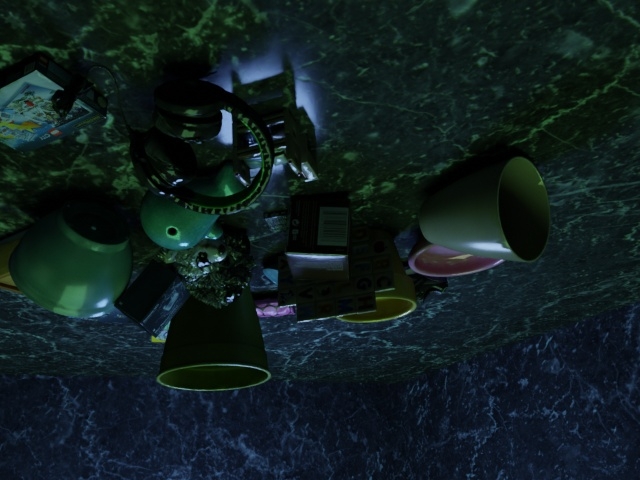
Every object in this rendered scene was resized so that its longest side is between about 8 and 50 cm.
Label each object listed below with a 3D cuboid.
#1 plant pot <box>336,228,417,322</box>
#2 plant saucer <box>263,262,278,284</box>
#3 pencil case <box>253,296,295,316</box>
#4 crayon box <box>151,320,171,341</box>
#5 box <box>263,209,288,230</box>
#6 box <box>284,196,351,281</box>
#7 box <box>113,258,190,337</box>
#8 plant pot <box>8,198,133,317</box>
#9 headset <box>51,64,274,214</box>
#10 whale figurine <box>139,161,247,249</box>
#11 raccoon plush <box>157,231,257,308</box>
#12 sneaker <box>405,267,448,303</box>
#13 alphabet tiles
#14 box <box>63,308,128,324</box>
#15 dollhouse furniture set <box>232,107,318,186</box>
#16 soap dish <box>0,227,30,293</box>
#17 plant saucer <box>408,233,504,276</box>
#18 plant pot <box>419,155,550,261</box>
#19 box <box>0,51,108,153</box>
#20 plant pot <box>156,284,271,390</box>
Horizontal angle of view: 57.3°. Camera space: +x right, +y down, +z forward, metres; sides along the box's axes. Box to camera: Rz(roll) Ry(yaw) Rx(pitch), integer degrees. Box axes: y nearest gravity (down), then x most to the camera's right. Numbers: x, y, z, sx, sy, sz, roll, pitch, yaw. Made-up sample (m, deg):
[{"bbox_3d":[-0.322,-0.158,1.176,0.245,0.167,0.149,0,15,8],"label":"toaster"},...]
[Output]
[{"bbox_3d":[0.154,0.104,1.793,0.253,0.239,0.254,-4,155,-2],"label":"plant pot"},{"bbox_3d":[-0.042,0.152,1.967,0.317,0.044,0.317,24,165,7],"label":"plant saucer"},{"bbox_3d":[-0.202,0.251,2.252,0.209,0.095,0.098,-7,136,0],"label":"pencil case"},{"bbox_3d":[-0.499,0.305,2.296,0.313,0.106,0.363,4,154,-16],"label":"crayon box"},{"bbox_3d":[-0.118,-0.056,1.654,0.067,0.018,0.083,-9,156,11],"label":"box"},{"bbox_3d":[0.000,0.000,1.598,0.166,0.169,0.203,2,156,4],"label":"box"},{"bbox_3d":[-0.444,0.158,1.566,0.093,0.156,0.158,31,161,14],"label":"box"},{"bbox_3d":[-0.596,0.021,1.473,0.293,0.293,0.196,16,123,-38],"label":"plant pot"},{"bbox_3d":[-0.275,-0.184,1.074,0.394,0.185,0.243,29,120,-15],"label":"headset"},{"bbox_3d":[-0.300,-0.077,1.390,0.272,0.141,0.216,-24,120,11],"label":"whale figurine"},{"bbox_3d":[-0.407,0.065,1.674,0.446,0.216,0.299,-20,144,32],"label":"raccoon plush"},{"bbox_3d":[0.304,0.170,2.044,0.283,0.124,0.107,-21,156,7],"label":"sneaker"},{"bbox_3d":[0.039,0.091,1.689,0.342,0.285,0.011,-10,146,13],"label":"alphabet tiles"},{"bbox_3d":[-0.805,0.250,2.171,0.232,0.059,0.183,15,149,-37],"label":"box"},{"bbox_3d":[-0.093,-0.169,1.269,0.129,0.129,0.184,-11,155,15],"label":"dollhouse furniture set"},{"bbox_3d":[-0.819,0.072,1.696,0.290,0.118,0.229,-16,154,27],"label":"soap dish"},{"bbox_3d":[0.439,0.020,1.849,0.332,0.084,0.332,-5,156,-2],"label":"plant saucer"},{"bbox_3d":[0.398,-0.066,1.497,0.256,0.257,0.274,18,164,-41],"label":"plant pot"},{"bbox_3d":[-0.547,-0.251,1.106,0.233,0.044,0.159,-15,154,23],"label":"box"},{"bbox_3d":[-0.356,0.292,1.979,0.366,0.353,0.366,-4,155,-2],"label":"plant pot"}]
